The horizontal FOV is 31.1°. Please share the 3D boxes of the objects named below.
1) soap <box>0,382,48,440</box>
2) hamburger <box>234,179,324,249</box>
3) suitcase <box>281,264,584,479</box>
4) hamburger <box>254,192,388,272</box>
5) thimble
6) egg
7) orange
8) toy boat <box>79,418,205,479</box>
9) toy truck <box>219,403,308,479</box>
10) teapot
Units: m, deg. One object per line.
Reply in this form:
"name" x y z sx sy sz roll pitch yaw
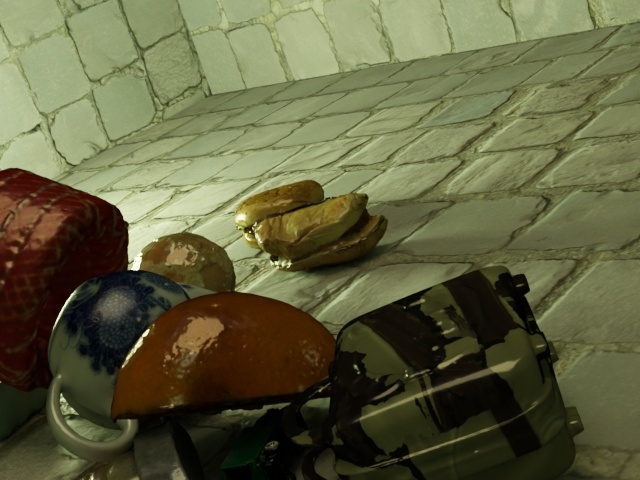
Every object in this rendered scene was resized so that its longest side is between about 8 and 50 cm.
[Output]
"soap" -0.633 0.283 2.059 0.290 0.095 0.173 -8 20 31
"hamburger" -0.083 -0.056 2.507 0.214 0.108 0.214 -16 13 4
"suitcase" 0.124 0.198 1.385 0.339 0.194 0.351 -23 16 10
"hamburger" 0.000 0.000 2.245 0.262 0.124 0.131 -16 36 23
"thimble" -0.484 0.064 1.908 0.231 0.350 0.350 21 33 17
"egg" -0.259 0.083 2.123 0.233 0.195 0.195 -31 7 38
"orange" -0.130 0.194 1.597 0.310 0.274 0.274 -37 20 -8
"toy boat" -0.275 0.337 1.530 0.294 0.111 0.276 -26 9 12
"toy truck" -0.066 0.281 1.532 0.079 0.065 0.147 -13 19 23
"teapot" -0.271 0.184 1.798 0.280 0.252 0.424 23 40 9
